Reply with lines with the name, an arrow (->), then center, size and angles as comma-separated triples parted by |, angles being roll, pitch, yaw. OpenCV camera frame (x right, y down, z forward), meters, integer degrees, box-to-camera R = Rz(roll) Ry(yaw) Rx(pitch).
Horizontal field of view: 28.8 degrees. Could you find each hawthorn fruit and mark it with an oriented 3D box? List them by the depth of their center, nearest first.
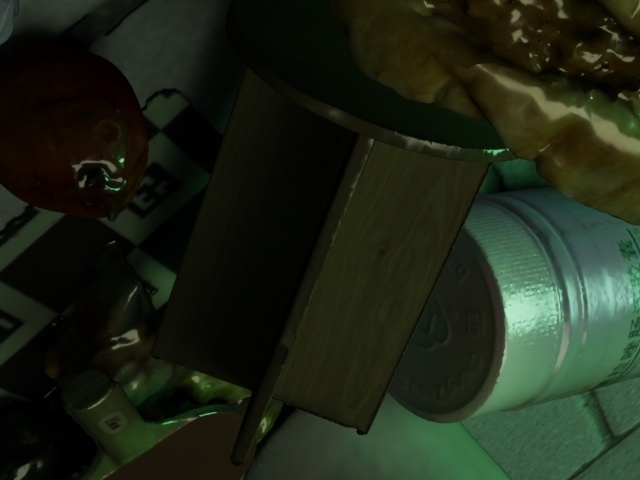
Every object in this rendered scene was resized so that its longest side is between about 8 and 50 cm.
hawthorn fruit -> -0.118, -0.045, 0.583 | 0.081, 0.093, 0.081 | -23, 144, -18

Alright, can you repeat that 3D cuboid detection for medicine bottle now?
medicine bottle -> 0.166, 0.037, 0.896 | 0.254, 0.152, 0.152 | -9, 137, -38

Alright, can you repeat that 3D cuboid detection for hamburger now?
hamburger -> 0.103, -0.149, 0.499 | 0.259, 0.283, 0.144 | 16, 128, -31

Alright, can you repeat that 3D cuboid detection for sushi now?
sushi -> -0.131, 0.117, 0.795 | 0.359, 0.064, 0.343 | -40, 147, 5

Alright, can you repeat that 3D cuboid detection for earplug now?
earplug -> 0.101, 0.236, 0.912 | 0.172, 0.301, 0.172 | -38, 159, -17

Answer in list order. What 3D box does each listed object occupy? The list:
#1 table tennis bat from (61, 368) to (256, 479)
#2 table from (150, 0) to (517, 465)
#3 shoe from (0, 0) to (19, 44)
table tennis bat -> -0.109, 0.135, 0.766 | 0.138, 0.022, 0.246 | -31, 153, -10
table -> 0.000, 0.000, 0.665 | 0.167, 0.167, 0.227 | -6, 131, -39
shoe -> -0.208, -0.096, 0.438 | 0.245, 0.095, 0.138 | -29, 144, -25
